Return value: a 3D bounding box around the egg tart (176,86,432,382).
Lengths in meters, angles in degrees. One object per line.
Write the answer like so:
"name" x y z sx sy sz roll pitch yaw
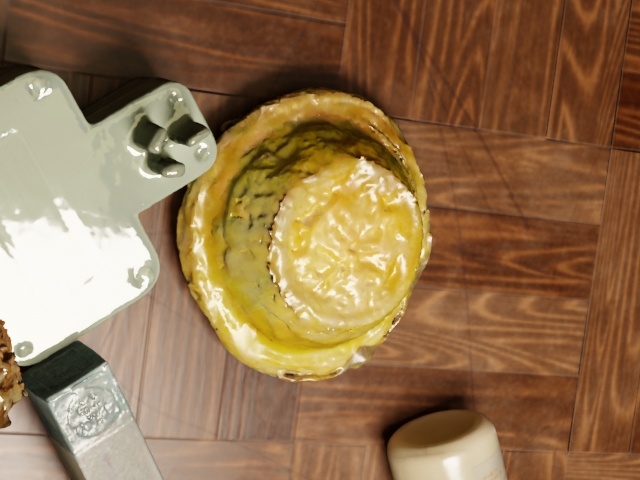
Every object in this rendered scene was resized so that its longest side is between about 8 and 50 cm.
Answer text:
"egg tart" 0.000 0.000 1.484 0.288 0.118 0.288 -6 103 -27

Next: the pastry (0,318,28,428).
"pastry" -0.373 0.126 1.251 0.275 0.275 0.193 -36 91 -17

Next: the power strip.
"power strip" -0.214 -0.044 1.361 0.261 0.141 0.229 -32 110 -16

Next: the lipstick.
"lipstick" -0.173 0.241 1.420 0.066 0.068 0.317 -33 120 -22

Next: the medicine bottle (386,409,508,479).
"medicine bottle" 0.147 0.305 1.589 0.114 0.114 0.252 -20 104 -22
